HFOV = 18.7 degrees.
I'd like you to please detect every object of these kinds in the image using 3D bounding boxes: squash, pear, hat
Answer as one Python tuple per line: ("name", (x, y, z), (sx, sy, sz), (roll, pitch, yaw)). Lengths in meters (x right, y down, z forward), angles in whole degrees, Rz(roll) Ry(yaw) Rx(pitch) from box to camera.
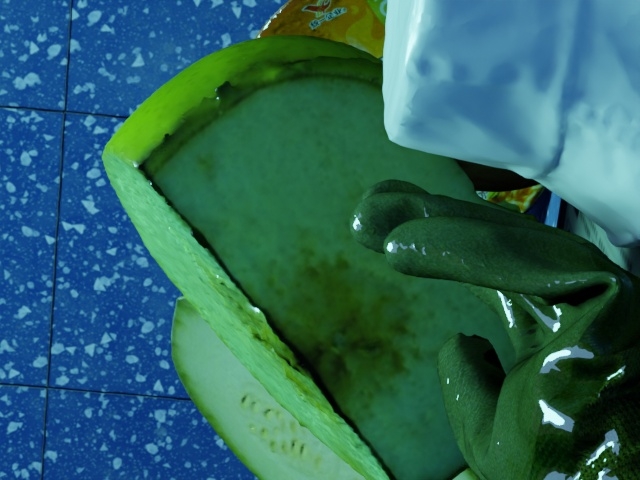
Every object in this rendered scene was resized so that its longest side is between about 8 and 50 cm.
("squash", (0.021, 0.142, 1.314), (0.189, 0.260, 0.189), (-173, 90, -85))
("pear", (0.000, 0.000, 1.167), (0.159, 0.292, 0.292), (-42, -8, -13))
("hat", (0.095, -0.094, 0.870), (0.203, 0.126, 0.203), (-175, 90, -86))

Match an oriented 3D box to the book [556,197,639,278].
("book", (0.155, 0.051, 0.987), (0.300, 0.039, 0.428), (-95, 11, -68))

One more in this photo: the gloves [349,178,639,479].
("gloves", (0.099, 0.057, 0.836), (0.268, 0.107, 0.135), (56, 141, 45))

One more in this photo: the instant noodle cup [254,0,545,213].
("instant noodle cup", (0.066, -0.124, 1.431), (0.182, 0.230, 0.230), (-73, -9, -60))

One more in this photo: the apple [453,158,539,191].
("apple", (0.115, -0.103, 1.194), (0.146, 0.131, 0.146), (-7, -90, -87))
